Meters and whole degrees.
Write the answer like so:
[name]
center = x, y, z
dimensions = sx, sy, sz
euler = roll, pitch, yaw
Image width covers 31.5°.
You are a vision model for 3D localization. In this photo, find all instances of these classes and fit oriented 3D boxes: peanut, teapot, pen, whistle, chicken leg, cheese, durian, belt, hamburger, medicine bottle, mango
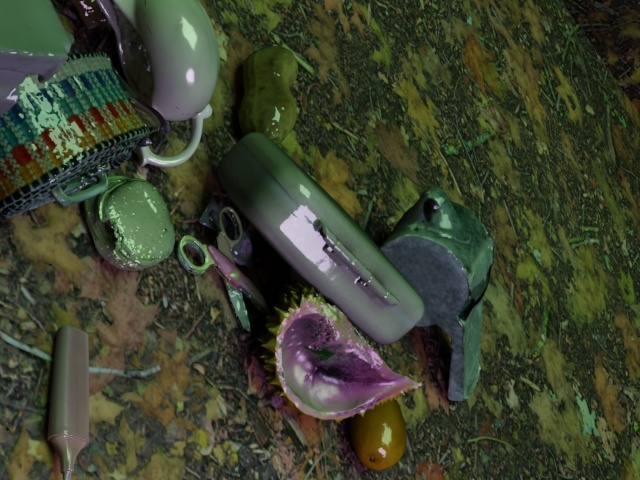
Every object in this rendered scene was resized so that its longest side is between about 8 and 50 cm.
[peanut]
center = -0.086, -0.252, 1.934
dimensions = 0.103, 0.098, 0.229
euler = 95, -2, -56
[teapot]
center = -0.232, -0.255, 1.641
dimensions = 0.166, 0.208, 0.300
euler = -13, 101, -38
[pen]
center = -0.305, 0.199, 1.381
dimensions = 0.053, 0.032, 0.197
euler = 32, 43, -44
[whistle]
center = 0.243, 0.099, 2.112
dimensions = 0.405, 0.188, 0.168
euler = 59, 32, -14
[chicken leg]
center = -0.368, -0.391, 1.621
dimensions = 0.196, 0.080, 0.125
euler = 59, 21, -15
[cheese]
center = -0.140, -0.008, 1.760
dimensions = 0.121, 0.026, 0.067
euler = 51, 34, -23
[durian]
center = -0.006, 0.187, 1.750
dimensions = 0.186, 0.153, 0.260
euler = -47, 114, -33
[belt]
center = -0.327, -0.118, 1.392
dimensions = 0.160, 0.206, 0.295
euler = 60, 17, -4
[hamburger]
center = -0.260, -0.025, 1.561
dimensions = 0.133, 0.062, 0.140
euler = -3, 76, -56
[medicine bottle]
center = 0.000, 0.000, 1.791
dimensions = 0.375, 0.123, 0.282
euler = 44, 4, -31
[mango]
center = 0.095, 0.293, 1.869
dimensions = 0.102, 0.085, 0.184
euler = 44, 33, -33

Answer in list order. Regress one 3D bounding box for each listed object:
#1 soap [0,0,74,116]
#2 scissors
[soap]
center = -0.511, -0.198, 1.029
dimensions = 0.435, 0.350, 0.213
euler = -5, 76, -54
[scissors]
center = -0.136, 0.052, 1.717
dimensions = 0.133, 0.020, 0.187
euler = -42, 111, -38
